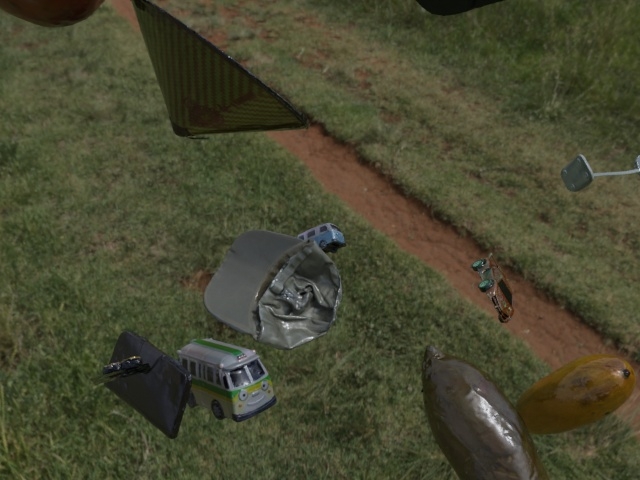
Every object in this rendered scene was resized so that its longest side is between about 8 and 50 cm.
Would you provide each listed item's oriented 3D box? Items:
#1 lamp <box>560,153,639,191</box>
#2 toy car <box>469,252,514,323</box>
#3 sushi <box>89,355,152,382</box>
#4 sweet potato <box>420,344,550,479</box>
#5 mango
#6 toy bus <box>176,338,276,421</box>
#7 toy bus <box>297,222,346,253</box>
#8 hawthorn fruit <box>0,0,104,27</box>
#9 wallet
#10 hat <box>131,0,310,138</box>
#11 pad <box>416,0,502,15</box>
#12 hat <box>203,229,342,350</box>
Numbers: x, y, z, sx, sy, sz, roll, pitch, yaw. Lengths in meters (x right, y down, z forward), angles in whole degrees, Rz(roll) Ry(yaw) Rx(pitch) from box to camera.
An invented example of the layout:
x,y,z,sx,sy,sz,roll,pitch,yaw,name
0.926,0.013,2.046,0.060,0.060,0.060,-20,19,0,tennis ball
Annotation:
x,y,z,sx,sy,sz,roll,pitch,yaw,name
0.456,-0.109,0.837,0.198,0.056,0.050,-9,68,-21,lamp
0.229,0.062,0.723,0.035,0.059,0.122,-31,12,16,toy car
-0.424,0.272,1.174,0.120,0.126,0.026,-13,74,-18,sushi
0.262,0.336,0.785,0.130,0.130,0.422,-15,57,-18,sweet potato
0.608,0.389,1.359,0.187,0.359,0.144,-2,56,-40,mango
-0.273,0.382,1.557,0.143,0.179,0.305,-14,11,-42,toy bus
0.000,0.000,1.435,0.123,0.060,0.075,-22,64,30,toy bus
-0.259,-0.284,0.457,0.179,0.179,0.200,40,17,33,hawthorn fruit
-0.423,0.338,1.340,0.309,0.165,0.042,20,4,40,wallet
-0.109,-0.131,0.507,0.193,0.193,0.082,40,97,34,hat
0.119,-0.260,0.286,0.181,0.267,0.004,-14,46,6,pad
-0.088,0.095,1.073,0.245,0.149,0.214,15,69,49,hat
